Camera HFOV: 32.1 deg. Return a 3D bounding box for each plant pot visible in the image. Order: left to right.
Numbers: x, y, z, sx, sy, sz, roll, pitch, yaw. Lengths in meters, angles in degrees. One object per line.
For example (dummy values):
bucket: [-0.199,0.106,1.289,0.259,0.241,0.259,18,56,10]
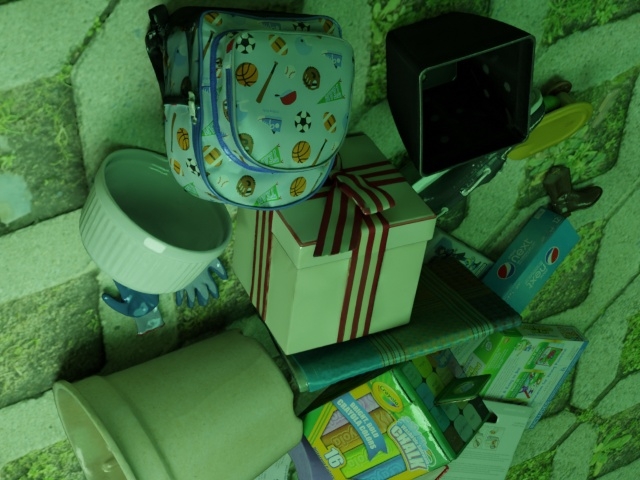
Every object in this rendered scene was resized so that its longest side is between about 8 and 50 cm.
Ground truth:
plant pot: [-0.212,0.303,1.780,0.305,0.334,0.333,-28,136,-25]
plant pot: [0.192,-0.237,1.653,0.188,0.167,0.187,-19,133,-16]

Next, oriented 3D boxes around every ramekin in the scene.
ramekin: [-0.237,-0.021,1.554,0.207,0.207,0.109,14,127,-38]

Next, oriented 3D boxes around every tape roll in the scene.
tape roll: [-0.049,0.454,1.996,0.090,0.275,0.274,4,123,-34]

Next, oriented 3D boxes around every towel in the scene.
towel: [0.103,0.129,1.803,0.370,0.271,0.040,-14,115,-12]

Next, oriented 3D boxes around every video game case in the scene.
video game case: [0.198,0.150,2.067,0.300,0.036,0.329,27,110,-42]

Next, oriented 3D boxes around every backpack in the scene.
backpack: [-0.082,-0.171,1.478,0.277,0.213,0.263,-2,105,-29]

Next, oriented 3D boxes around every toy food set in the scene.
toy food set: [0.380,-0.211,1.867,0.218,0.071,0.128,-23,158,-10]

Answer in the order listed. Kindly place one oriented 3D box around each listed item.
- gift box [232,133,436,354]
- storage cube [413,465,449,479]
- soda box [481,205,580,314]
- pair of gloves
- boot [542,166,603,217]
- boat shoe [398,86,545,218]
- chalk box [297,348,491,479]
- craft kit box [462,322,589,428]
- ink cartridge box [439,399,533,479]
gift box: [0.000,0.000,1.672,0.276,0.255,0.258,-15,134,-29]
storage cube: [0.085,0.404,2.096,0.215,0.193,0.184,-47,134,12]
soda box: [0.375,0.045,2.026,0.210,0.067,0.071,-50,132,-6]
pair of gloves: [-0.243,0.068,1.745,0.198,0.023,0.159,-24,132,-14]
boot: [0.458,-0.101,2.020,0.106,0.037,0.114,-33,131,-6]
boat shoe: [0.242,-0.131,1.793,0.302,0.114,0.091,-33,117,19]
chalk box: [0.141,0.273,1.804,0.289,0.179,0.180,-33,180,33]
craft kit box: [0.394,0.281,2.280,0.247,0.061,0.250,6,122,-37]
ink cartridge box: [0.286,0.423,2.262,0.275,0.060,0.239,14,99,-39]
